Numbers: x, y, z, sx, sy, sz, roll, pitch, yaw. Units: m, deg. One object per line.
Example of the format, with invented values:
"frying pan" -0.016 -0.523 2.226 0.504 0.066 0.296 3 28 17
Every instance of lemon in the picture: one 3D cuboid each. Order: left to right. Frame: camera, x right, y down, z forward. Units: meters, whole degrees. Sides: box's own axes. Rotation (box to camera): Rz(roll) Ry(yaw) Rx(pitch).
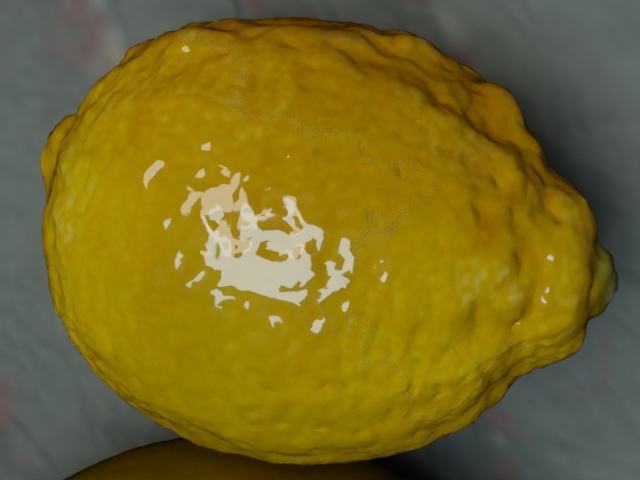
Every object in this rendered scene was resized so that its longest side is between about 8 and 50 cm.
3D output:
"lemon" 0.000 0.000 0.607 0.187 0.142 0.142 11 104 11

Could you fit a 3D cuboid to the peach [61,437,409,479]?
"peach" -0.027 0.188 0.656 0.251 0.153 0.251 10 110 29
